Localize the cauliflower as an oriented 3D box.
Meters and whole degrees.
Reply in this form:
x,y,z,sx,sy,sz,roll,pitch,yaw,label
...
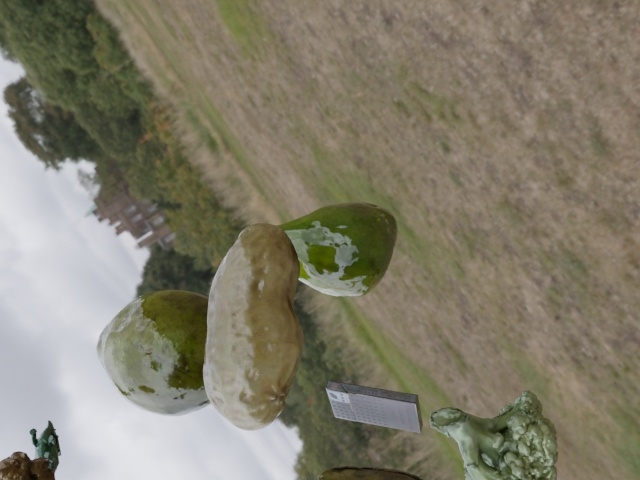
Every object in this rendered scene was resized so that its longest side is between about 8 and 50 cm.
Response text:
x,y,z,sx,sy,sz,roll,pitch,yaw,label
0.428,0.492,1.682,0.260,0.327,0.281,-15,139,39,cauliflower

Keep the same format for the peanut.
x,y,z,sx,sy,sz,roll,pitch,yaw,label
-0.121,0.156,1.349,0.192,0.387,0.169,-8,166,44,peanut

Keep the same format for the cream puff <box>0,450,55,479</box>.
x,y,z,sx,sy,sz,roll,pitch,yaw,label
-0.569,0.460,1.387,0.122,0.094,0.116,44,-160,-42,cream puff

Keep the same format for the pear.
x,y,z,sx,sy,sz,roll,pitch,yaw,label
-0.386,0.296,1.900,0.352,0.413,0.352,-5,-90,-68,pear

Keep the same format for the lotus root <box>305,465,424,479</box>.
x,y,z,sx,sy,sz,roll,pitch,yaw,label
0.102,0.525,1.395,0.152,0.274,0.160,102,173,-46,lotus root

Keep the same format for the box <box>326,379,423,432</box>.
x,y,z,sx,sy,sz,roll,pitch,yaw,label
0.191,0.586,2.545,0.324,0.047,0.180,5,135,21,box

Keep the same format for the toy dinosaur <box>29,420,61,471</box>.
x,y,z,sx,sy,sz,roll,pitch,yaw,label
-0.793,0.630,2.064,0.292,0.079,0.120,-104,6,-61,toy dinosaur

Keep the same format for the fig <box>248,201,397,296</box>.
x,y,z,sx,sy,sz,roll,pitch,yaw,label
0.019,0.014,1.657,0.314,0.233,0.233,4,148,20,fig
